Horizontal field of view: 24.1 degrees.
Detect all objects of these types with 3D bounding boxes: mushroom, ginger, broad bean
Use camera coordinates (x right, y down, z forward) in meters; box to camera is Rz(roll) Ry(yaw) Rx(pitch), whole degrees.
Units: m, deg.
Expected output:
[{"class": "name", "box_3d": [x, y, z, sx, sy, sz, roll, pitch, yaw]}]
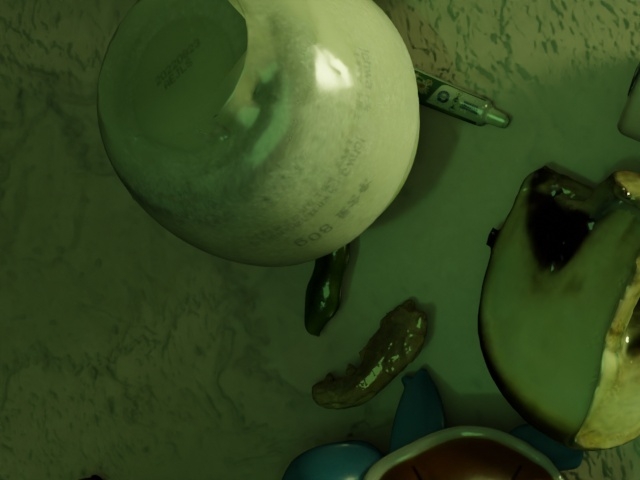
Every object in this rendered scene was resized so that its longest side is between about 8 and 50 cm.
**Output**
[{"class": "mushroom", "box_3d": [0.305, 0.050, 1.630, 0.217, 0.212, 0.292, 36, 123, 52]}, {"class": "ginger", "box_3d": [0.059, 0.142, 1.720, 0.173, 0.051, 0.069, -40, 48, 12]}, {"class": "broad bean", "box_3d": [0.005, -0.001, 1.731, 0.069, 0.039, 0.226, -1, 94, 32]}]

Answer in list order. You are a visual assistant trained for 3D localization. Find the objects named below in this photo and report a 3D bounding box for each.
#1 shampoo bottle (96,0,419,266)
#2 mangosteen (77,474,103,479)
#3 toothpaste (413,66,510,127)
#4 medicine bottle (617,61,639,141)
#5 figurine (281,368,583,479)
[{"class": "shampoo bottle", "box_3d": [-0.062, -0.135, 1.568, 0.322, 0.317, 0.322, -2, 85, 24]}, {"class": "mangosteen", "box_3d": [-0.238, 0.407, 1.757, 0.231, 0.231, 0.289, -17, 66, 14]}, {"class": "toothpaste", "box_3d": [0.118, -0.171, 1.690, 0.204, 0.031, 0.049, 23, 99, 12]}, {"class": "medicine bottle", "box_3d": [0.452, -0.128, 1.558, 0.258, 0.143, 0.143, 25, 101, 11]}, {"class": "figurine", "box_3d": [0.164, 0.318, 1.660, 0.416, 0.243, 0.297, 8, 108, 33]}]
